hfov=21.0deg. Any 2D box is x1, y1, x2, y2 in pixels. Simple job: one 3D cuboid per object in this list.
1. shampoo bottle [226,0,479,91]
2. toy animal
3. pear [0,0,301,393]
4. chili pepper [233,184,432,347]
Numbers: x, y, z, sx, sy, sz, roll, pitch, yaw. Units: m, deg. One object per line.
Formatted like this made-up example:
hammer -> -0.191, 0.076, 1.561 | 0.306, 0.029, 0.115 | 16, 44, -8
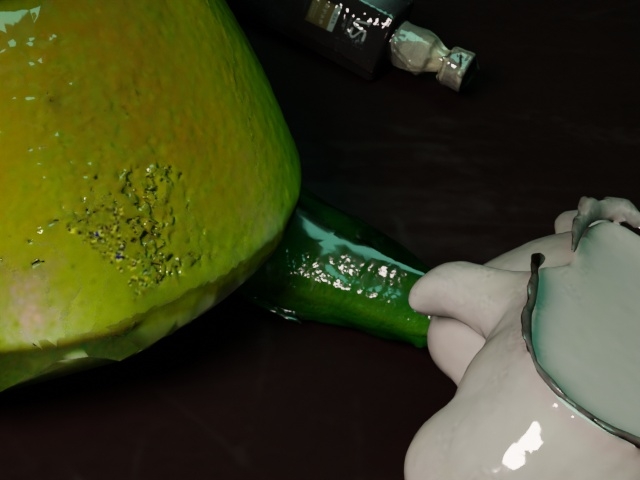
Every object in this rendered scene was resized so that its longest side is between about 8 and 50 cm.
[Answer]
shampoo bottle -> 0.020, -0.166, 1.285 | 0.207, 0.057, 0.063 | 27, 30, 10
toy animal -> 0.148, 0.082, 0.936 | 0.208, 0.154, 0.325 | 42, 35, 16
pear -> -0.205, -0.108, 0.971 | 0.399, 0.165, 0.399 | 1, 39, -1
chili pepper -> -0.001, 0.002, 1.057 | 0.216, 0.062, 0.108 | 29, 38, 14
